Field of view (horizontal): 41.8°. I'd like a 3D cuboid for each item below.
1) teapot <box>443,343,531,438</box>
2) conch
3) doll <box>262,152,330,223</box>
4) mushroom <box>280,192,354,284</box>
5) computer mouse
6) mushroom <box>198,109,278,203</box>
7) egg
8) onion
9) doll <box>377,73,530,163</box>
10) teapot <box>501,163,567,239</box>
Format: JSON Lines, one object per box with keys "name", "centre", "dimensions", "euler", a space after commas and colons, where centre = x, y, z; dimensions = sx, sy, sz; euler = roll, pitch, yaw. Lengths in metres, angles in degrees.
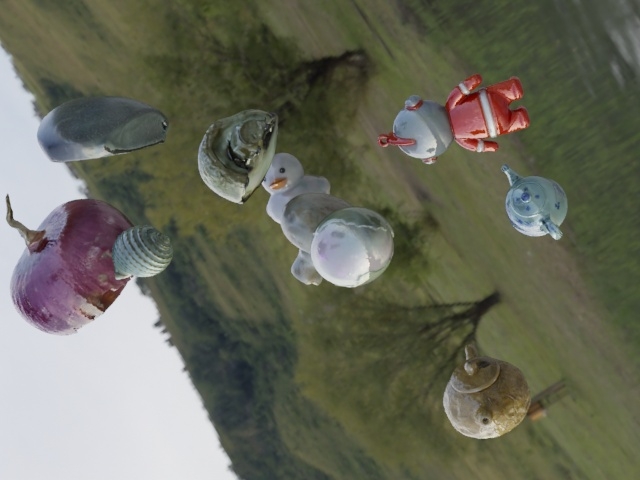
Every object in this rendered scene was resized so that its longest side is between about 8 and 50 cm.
{"name": "teapot", "centre": [0.376, 0.339, 1.966], "dimensions": [0.311, 0.204, 0.167], "euler": [-85, -30, -62]}
{"name": "conch", "centre": [-0.415, 0.020, 1.919], "dimensions": [0.102, 0.153, 0.135], "euler": [75, 177, -59]}
{"name": "doll", "centre": [-0.091, -0.168, 2.545], "dimensions": [0.221, 0.221, 0.251], "euler": [57, -158, 1]}
{"name": "mushroom", "centre": [0.000, 0.000, 2.162], "dimensions": [0.243, 0.244, 0.243], "euler": [56, -175, -7]}
{"name": "computer mouse", "centre": [-0.422, -0.229, 1.657], "dimensions": [0.374, 0.203, 0.114], "euler": [-58, -38, -77]}
{"name": "mushroom", "centre": [-0.222, -0.226, 2.189], "dimensions": [0.164, 0.266, 0.189], "euler": [18, 160, 5]}
{"name": "egg", "centre": [0.076, 0.009, 1.892], "dimensions": [0.183, 0.183, 0.217], "euler": [58, 153, 12]}
{"name": "onion", "centre": [-0.638, 0.054, 2.100], "dimensions": [0.345, 0.358, 0.358], "euler": [25, -171, -6]}
{"name": "doll", "centre": [0.291, -0.264, 1.880], "dimensions": [0.105, 0.337, 0.199], "euler": [-89, -21, -53]}
{"name": "teapot", "centre": [0.542, -0.094, 2.142], "dimensions": [0.232, 0.159, 0.159], "euler": [58, -175, 23]}
